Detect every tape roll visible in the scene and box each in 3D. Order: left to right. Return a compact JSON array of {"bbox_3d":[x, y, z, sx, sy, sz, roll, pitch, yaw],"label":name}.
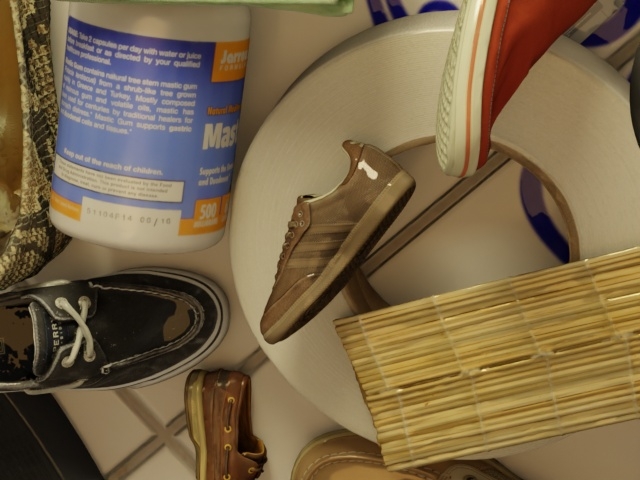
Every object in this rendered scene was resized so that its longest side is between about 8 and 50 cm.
[{"bbox_3d":[0.118,0.000,1.687,0.392,0.072,0.392,3,109,9],"label":"tape roll"}]

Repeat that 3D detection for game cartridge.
[{"bbox_3d":[0.203,-0.189,1.652,0.083,0.017,0.056,-41,100,18],"label":"game cartridge"}]

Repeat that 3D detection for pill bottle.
[{"bbox_3d":[-0.138,-0.137,1.648,0.152,0.152,0.272,10,105,6],"label":"pill bottle"}]

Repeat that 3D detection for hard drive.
[{"bbox_3d":[-0.290,0.240,1.843,0.172,0.054,0.255,-26,101,16],"label":"hard drive"}]

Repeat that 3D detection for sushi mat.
[{"bbox_3d":[0.181,0.097,1.662,0.316,0.019,0.151,-14,106,14],"label":"sushi mat"}]

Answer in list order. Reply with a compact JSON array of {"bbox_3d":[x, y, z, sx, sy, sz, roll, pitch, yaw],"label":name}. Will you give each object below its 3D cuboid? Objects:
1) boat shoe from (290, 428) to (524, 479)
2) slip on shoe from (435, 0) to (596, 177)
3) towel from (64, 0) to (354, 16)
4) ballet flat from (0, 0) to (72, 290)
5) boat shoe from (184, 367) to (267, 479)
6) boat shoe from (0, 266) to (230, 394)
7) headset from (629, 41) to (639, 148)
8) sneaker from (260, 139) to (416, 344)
[{"bbox_3d":[0.135,0.257,1.750,0.341,0.110,0.122,16,109,4],"label":"boat shoe"},{"bbox_3d":[0.167,-0.197,1.540,0.101,0.123,0.331,21,73,2],"label":"slip on shoe"},{"bbox_3d":[-0.076,-0.340,1.546,0.247,0.038,0.325,4,85,13],"label":"towel"},{"bbox_3d":[-0.303,-0.184,1.647,0.164,0.182,0.483,-6,106,12],"label":"ballet flat"},{"bbox_3d":[-0.079,0.200,1.792,0.060,0.064,0.178,-5,104,13],"label":"boat shoe"},{"bbox_3d":[-0.229,0.082,1.734,0.301,0.102,0.108,-5,88,-1],"label":"boat shoe"},{"bbox_3d":[0.417,-0.065,1.553,0.243,0.185,0.394,-44,119,8],"label":"headset"},{"bbox_3d":[0.000,0.000,1.645,0.071,0.066,0.188,43,106,11],"label":"sneaker"}]
